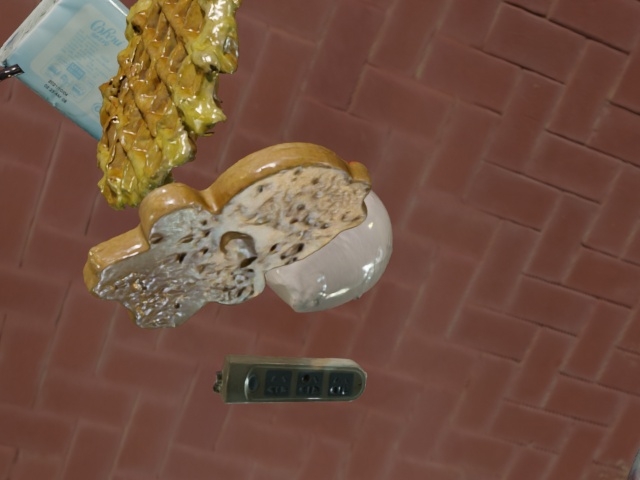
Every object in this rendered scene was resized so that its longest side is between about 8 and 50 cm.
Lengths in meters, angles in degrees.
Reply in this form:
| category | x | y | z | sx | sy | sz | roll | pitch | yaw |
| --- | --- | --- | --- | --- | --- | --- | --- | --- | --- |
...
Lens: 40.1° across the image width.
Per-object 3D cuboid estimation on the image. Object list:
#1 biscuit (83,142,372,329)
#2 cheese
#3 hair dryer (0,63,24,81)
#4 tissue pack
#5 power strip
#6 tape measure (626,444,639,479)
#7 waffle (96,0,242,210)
| category | x | y | z | sx | sy | sz | roll | pitch | yaw |
| --- | --- | --- | --- | --- | --- | --- | --- | --- | --- |
| biscuit | -0.068 | -0.008 | 0.680 | 0.225 | 0.036 | 0.166 | -30 | 146 | 6 |
| cheese | 0.000 | 0.000 | 1.122 | 0.189 | 0.198 | 0.154 | -30 | 126 | -11 |
| hair dryer | -0.486 | -0.178 | 1.055 | 0.248 | 0.196 | 0.078 | -25 | 145 | -23 |
| tissue pack | -0.304 | -0.242 | 1.266 | 0.177 | 0.089 | 0.263 | -46 | 126 | 5 |
| power strip | -0.047 | 0.249 | 1.564 | 0.285 | 0.048 | 0.080 | 4 | 104 | -19 |
| tape measure | 0.431 | 0.283 | 0.912 | 0.147 | 0.275 | 0.256 | 23 | 117 | -1 |
| waffle | -0.173 | -0.192 | 0.983 | 0.068 | 0.302 | 0.325 | 17 | 67 | -29 |
